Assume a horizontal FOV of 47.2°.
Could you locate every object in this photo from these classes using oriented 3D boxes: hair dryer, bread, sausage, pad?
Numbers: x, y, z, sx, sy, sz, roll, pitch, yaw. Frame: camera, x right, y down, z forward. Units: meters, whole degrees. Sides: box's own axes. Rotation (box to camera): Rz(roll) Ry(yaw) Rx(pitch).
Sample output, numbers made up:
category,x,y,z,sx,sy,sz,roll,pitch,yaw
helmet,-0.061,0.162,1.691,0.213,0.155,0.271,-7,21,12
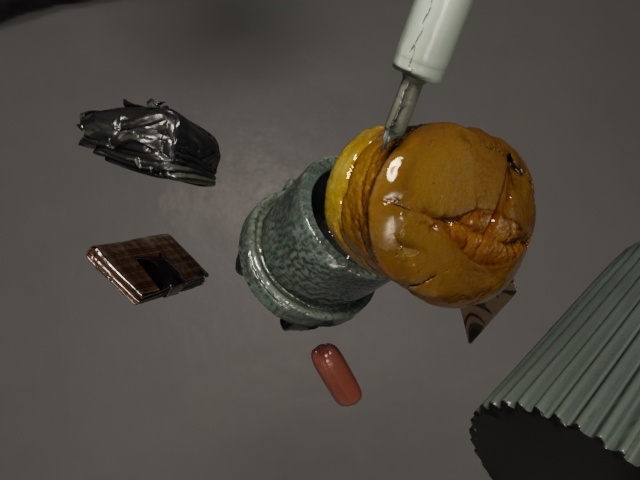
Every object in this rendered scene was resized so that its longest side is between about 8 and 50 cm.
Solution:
category,x,y,z,sx,sy,sz,roll,pitch,yaw
hair dryer,0.117,-0.232,0.608,0.108,0.357,0.173,22,24,8
bread,0.132,-0.030,0.808,0.270,0.195,0.143,18,2,-40
sausage,0.032,0.272,1.483,0.062,0.154,0.062,-21,29,13
pad,0.359,0.047,1.690,0.004,0.330,0.220,9,-43,-17

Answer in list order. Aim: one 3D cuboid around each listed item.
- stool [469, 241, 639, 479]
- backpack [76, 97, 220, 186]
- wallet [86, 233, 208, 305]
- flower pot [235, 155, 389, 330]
category,x,y,z,sx,sy,sz,roll,pitch,yaw
stool,0.393,0.187,0.885,0.330,0.297,0.297,-44,16,-26
backpack,-0.312,-0.177,1.295,0.258,0.133,0.206,11,-2,22
wallet,-0.283,0.043,1.229,0.042,0.124,0.230,-51,-10,14
flower pot,0.000,0.000,1.334,0.299,0.299,0.283,-10,-21,-37
